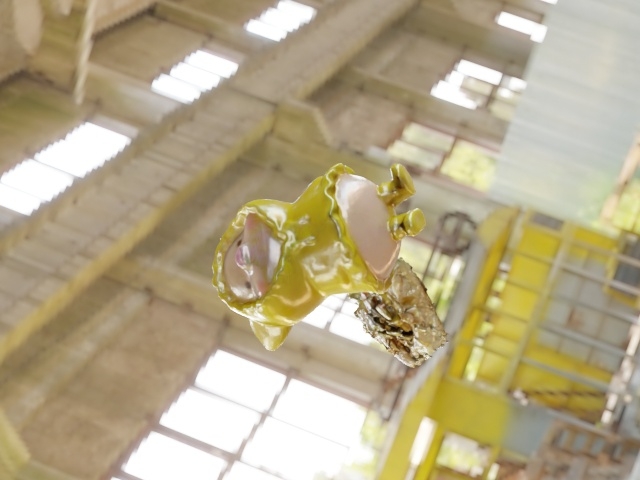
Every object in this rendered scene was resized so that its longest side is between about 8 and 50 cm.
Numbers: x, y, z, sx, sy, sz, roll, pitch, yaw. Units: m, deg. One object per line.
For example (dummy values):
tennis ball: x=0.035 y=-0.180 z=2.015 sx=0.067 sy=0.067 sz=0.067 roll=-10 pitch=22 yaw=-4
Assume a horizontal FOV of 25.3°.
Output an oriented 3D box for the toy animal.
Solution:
toy animal: x=0.001 y=0.005 z=1.457 sx=0.230 sy=0.156 sz=0.156 roll=-25 pitch=14 yaw=27

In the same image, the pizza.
pizza: x=0.102 y=0.105 z=1.920 sx=0.069 sy=0.147 sz=0.226 roll=-39 pitch=-2 yaw=-18
